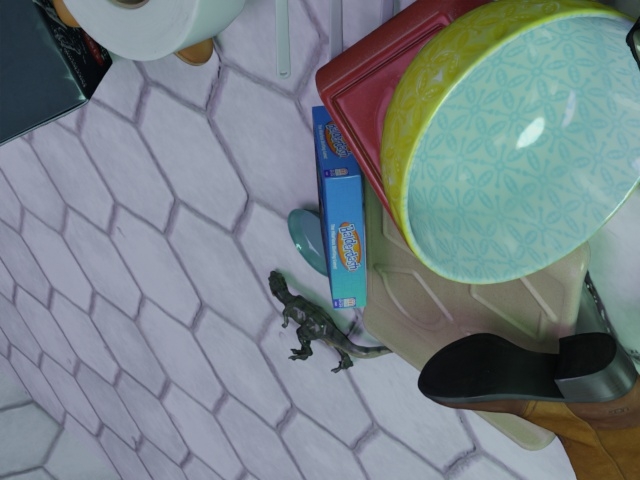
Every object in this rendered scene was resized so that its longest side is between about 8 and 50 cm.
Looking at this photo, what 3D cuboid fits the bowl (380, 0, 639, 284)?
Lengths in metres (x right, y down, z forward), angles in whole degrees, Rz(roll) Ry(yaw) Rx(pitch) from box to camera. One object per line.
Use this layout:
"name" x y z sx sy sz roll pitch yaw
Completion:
"bowl" 0.164 -0.117 1.169 0.156 0.289 0.289 51 158 44

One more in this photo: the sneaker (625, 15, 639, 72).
"sneaker" 0.333 -0.168 0.979 0.227 0.130 0.087 -3 121 56

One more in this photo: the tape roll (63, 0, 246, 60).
"tape roll" -0.218 -0.370 1.533 0.286 0.100 0.286 22 128 32

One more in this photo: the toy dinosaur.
"toy dinosaur" 0.003 0.147 1.932 0.268 0.064 0.118 31 139 31

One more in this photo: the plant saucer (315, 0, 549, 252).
"plant saucer" 0.124 -0.119 1.346 0.259 0.047 0.258 -29 93 45

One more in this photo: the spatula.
"spatula" 0.013 -0.268 1.363 0.242 0.168 0.019 91 171 -55

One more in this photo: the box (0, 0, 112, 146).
"box" -0.475 -0.344 1.830 0.343 0.179 0.312 63 -173 -18

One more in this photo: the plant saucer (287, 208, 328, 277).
"plant saucer" 0.000 0.000 1.804 0.119 0.021 0.119 37 148 28

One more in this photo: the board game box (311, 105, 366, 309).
"board game box" 0.024 -0.042 1.584 0.160 0.047 0.210 -100 5 -50

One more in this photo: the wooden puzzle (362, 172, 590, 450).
"wooden puzzle" 0.186 0.049 1.520 0.322 0.080 0.348 35 143 31

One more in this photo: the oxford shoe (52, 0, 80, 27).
"oxford shoe" -0.311 -0.462 1.692 0.132 0.130 0.364 6 130 19

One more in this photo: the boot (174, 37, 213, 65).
"boot" -0.159 -0.316 1.639 0.152 0.073 0.197 11 133 47

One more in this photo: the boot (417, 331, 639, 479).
"boot" 0.279 0.219 1.452 0.264 0.096 0.280 -14 131 29
